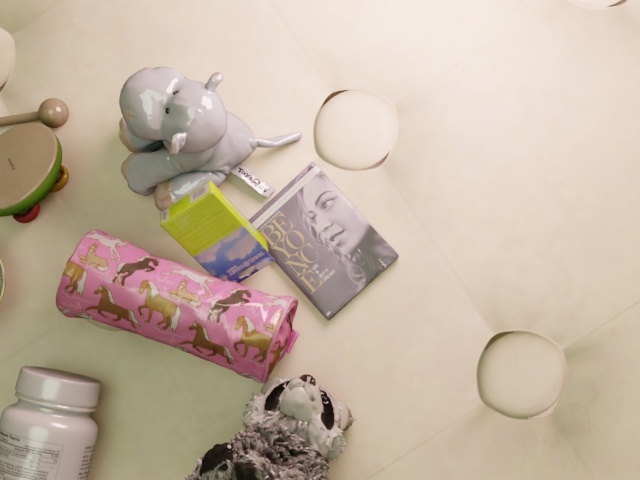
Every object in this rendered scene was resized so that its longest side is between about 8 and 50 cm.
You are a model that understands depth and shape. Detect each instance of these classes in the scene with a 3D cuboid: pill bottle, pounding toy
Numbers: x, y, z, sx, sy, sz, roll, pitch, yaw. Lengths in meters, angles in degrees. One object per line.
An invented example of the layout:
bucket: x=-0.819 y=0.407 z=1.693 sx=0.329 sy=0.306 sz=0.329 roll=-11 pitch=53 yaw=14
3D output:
pill bottle: x=-0.456 y=0.358 z=1.545 sx=0.160 sy=0.160 sz=0.283 roll=12 pitch=85 yaw=7
pounding toy: x=-0.506 y=-0.120 z=1.648 sx=0.183 sy=0.110 sz=0.237 roll=-17 pitch=53 yaw=15

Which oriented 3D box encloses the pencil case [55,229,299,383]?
pencil case: x=-0.229 y=0.109 z=1.539 sx=0.386 sy=0.167 sz=0.160 roll=18 pitch=124 yaw=7

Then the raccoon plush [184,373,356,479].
raccoon plush: x=-0.118 y=0.407 z=1.496 sx=0.216 sy=0.299 sz=0.446 roll=38 pitch=110 yaw=-1

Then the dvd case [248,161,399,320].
dvd case: x=0.000 y=0.000 z=1.607 sx=0.164 sy=0.018 sz=0.221 roll=-42 pitch=81 yaw=1

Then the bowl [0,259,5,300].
bowl: x=-0.611 y=0.074 z=1.633 sx=0.170 sy=0.080 sz=0.170 roll=-1 pitch=84 yaw=5

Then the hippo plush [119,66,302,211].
hippo plush: x=-0.223 y=-0.158 z=1.538 sx=0.294 sy=0.236 sz=0.234 roll=26 pitch=87 yaw=8

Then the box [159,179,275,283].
box: x=-0.169 y=-0.006 z=1.565 sx=0.109 sy=0.042 sz=0.178 roll=-31 pitch=126 yaw=14
